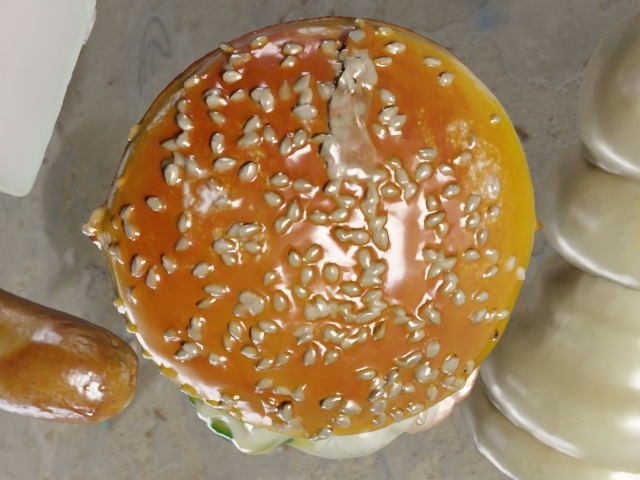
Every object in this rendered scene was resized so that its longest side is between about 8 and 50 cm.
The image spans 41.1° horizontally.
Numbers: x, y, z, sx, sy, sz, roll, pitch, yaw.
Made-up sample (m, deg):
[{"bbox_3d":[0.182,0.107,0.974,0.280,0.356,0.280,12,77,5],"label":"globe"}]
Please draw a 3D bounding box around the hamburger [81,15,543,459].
[{"bbox_3d":[0.004,-0.002,0.442,0.147,0.236,0.237,-118,43,-61],"label":"hamburger"}]

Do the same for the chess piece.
[{"bbox_3d":[0.192,0.003,0.517,0.167,0.167,0.300,39,132,43],"label":"chess piece"}]

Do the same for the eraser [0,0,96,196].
[{"bbox_3d":[-0.273,-0.115,0.459,0.287,0.086,0.130,12,77,20],"label":"eraser"}]

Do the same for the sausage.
[{"bbox_3d":[-0.268,0.040,0.600,0.103,0.302,0.076,-45,15,23],"label":"sausage"}]
